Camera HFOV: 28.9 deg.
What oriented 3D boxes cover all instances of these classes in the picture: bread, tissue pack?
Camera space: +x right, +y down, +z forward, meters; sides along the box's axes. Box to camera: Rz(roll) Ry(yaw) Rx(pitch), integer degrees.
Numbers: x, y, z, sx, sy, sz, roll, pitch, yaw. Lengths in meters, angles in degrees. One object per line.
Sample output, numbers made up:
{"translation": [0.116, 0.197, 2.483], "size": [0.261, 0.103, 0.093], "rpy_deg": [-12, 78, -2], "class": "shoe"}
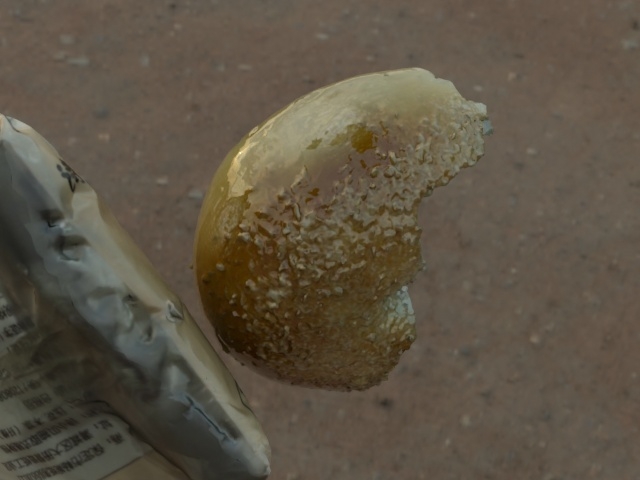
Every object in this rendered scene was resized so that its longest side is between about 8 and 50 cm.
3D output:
{"translation": [-0.002, -0.003, 1.037], "size": [0.192, 0.314, 0.171], "rpy_deg": [12, 32, -34], "class": "bread"}
{"translation": [-0.243, 0.085, 1.077], "size": [0.195, 0.390, 0.375], "rpy_deg": [-42, 17, -30], "class": "tissue pack"}
